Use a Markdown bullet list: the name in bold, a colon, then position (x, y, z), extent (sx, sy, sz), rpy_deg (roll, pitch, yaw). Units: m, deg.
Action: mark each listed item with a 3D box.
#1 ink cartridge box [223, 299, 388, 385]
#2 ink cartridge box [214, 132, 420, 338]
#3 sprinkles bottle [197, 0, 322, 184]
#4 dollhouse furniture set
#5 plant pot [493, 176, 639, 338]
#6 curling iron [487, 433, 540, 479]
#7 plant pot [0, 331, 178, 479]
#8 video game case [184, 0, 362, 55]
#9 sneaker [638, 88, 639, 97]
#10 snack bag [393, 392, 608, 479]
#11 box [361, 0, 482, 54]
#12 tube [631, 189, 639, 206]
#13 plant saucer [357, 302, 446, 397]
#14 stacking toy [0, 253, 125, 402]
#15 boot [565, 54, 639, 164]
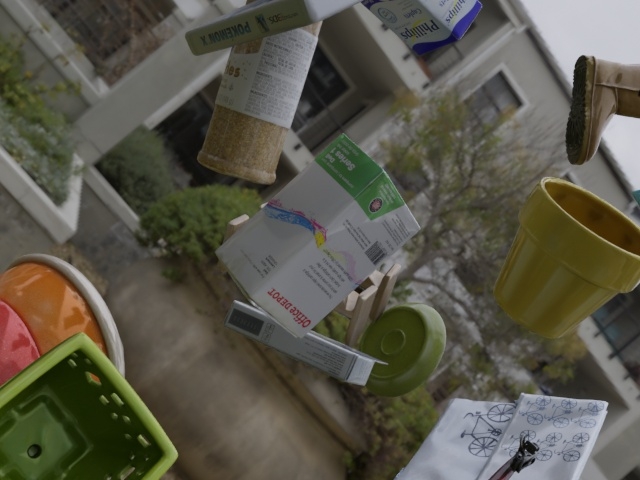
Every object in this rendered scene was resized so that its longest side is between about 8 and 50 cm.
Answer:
- **ink cartridge box**: position (-0.023, 0.208, 1.577), extent (0.275, 0.060, 0.239), rpy_deg (21, -6, 22)
- **ink cartridge box**: position (0.000, 0.000, 1.276), extent (0.117, 0.278, 0.201), rpy_deg (47, -1, 34)
- **sprinkles bottle**: position (-0.071, -0.263, 1.148), extent (0.121, 0.355, 0.121), rpy_deg (17, 7, -2)
- **dollhouse furniture set**: position (-0.001, 0.087, 1.927), extent (0.362, 0.256, 0.394), rpy_deg (28, 31, 19)
- **plant pot**: position (0.459, 0.047, 1.512), extent (0.254, 0.239, 0.254), rpy_deg (24, 26, -13)
- **curling iron**: position (0.225, 0.357, 1.127), extent (0.035, 0.274, 0.068), rpy_deg (36, -44, 31)
- **plant pot**: position (-0.373, 0.283, 1.094), extent (0.227, 0.228, 0.207), rpy_deg (56, -32, -11)
- **video game case**: position (0.036, -0.308, 0.941), extent (0.300, 0.329, 0.036), rpy_deg (10, -53, 58)
- **sneaker**: position (0.678, -0.259, 1.440), extent (0.208, 0.081, 0.094), rpy_deg (12, -20, 50)
- **snack bag**: position (0.340, 0.390, 1.522), extent (0.342, 0.323, 0.037), rpy_deg (-3, -67, 36)
- **box**: position (0.154, -0.366, 1.237), extent (0.137, 0.072, 0.126), rpy_deg (36, -12, -19)
- **tube**: position (0.797, -0.113, 1.762), extent (0.052, 0.207, 0.080), rpy_deg (77, -12, -68)
- **plant saucer**: position (0.173, 0.240, 1.830), extent (0.037, 0.241, 0.241), rpy_deg (41, 4, -38)
- **stacking toy**: position (-0.601, 0.241, 1.315), extent (0.350, 0.350, 0.480), rpy_deg (50, 37, 14)
- **boot**: position (0.646, -0.255, 1.613), extent (0.269, 0.236, 0.089), rpy_deg (7, 1, -5)
